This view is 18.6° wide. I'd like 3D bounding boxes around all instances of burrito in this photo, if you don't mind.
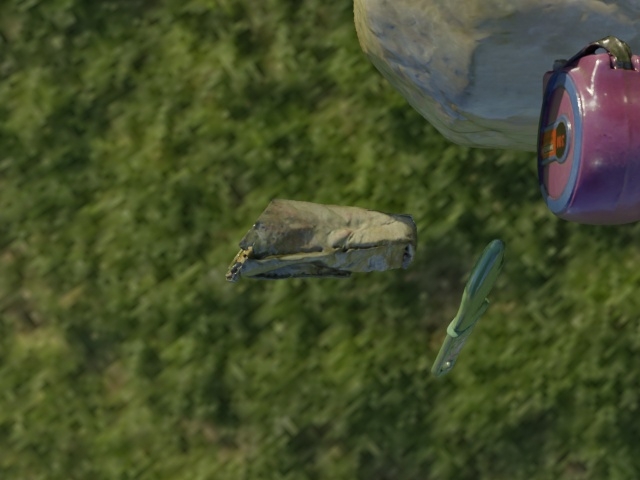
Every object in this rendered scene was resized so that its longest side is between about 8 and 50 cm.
[{"bbox_3d":[0.000,0.000,1.321,0.041,0.149,0.055,-44,53,53],"label":"burrito"}]

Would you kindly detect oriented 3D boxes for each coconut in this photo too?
[{"bbox_3d":[0.231,-0.256,1.690,0.415,0.415,0.345,31,144,25],"label":"coconut"}]

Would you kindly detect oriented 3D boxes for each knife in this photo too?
[{"bbox_3d":[0.090,0.041,1.163,0.014,0.030,0.207,43,158,12],"label":"knife"}]

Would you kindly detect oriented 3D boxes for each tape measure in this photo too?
[{"bbox_3d":[0.191,-0.073,1.319,0.118,0.074,0.125,165,104,-80],"label":"tape measure"}]
